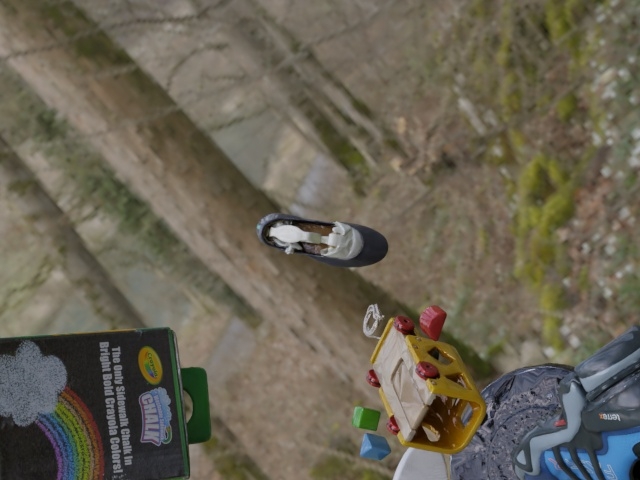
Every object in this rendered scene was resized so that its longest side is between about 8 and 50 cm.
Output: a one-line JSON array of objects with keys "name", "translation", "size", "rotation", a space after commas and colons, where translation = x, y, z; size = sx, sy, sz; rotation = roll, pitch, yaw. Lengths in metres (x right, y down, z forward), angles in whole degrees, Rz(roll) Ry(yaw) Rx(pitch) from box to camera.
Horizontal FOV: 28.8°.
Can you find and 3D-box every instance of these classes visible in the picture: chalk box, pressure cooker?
[{"name": "chalk box", "translation": [-0.266, 0.202, 1.440], "size": [0.289, 0.180, 0.179], "rotation": [0, -12, -33]}, {"name": "pressure cooker", "translation": [0.477, 0.444, 2.283], "size": [0.376, 0.420, 0.369], "rotation": [27, 88, 39]}]

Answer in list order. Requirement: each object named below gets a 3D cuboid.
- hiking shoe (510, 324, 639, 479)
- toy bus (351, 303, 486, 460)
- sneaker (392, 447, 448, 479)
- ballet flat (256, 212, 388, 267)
[{"name": "hiking shoe", "translation": [0.269, 0.205, 1.183], "size": [0.113, 0.132, 0.304], "rotation": [-30, -23, -18]}, {"name": "toy bus", "translation": [0.132, 0.173, 1.550], "size": [0.191, 0.104, 0.202], "rotation": [-27, 51, 61]}, {"name": "sneaker", "translation": [0.115, 0.363, 1.676], "size": [0.094, 0.080, 0.212], "rotation": [-141, 57, -71]}, {"name": "ballet flat", "translation": [0.000, 0.000, 1.882], "size": [0.074, 0.203, 0.074], "rotation": [10, -90, -83]}]
